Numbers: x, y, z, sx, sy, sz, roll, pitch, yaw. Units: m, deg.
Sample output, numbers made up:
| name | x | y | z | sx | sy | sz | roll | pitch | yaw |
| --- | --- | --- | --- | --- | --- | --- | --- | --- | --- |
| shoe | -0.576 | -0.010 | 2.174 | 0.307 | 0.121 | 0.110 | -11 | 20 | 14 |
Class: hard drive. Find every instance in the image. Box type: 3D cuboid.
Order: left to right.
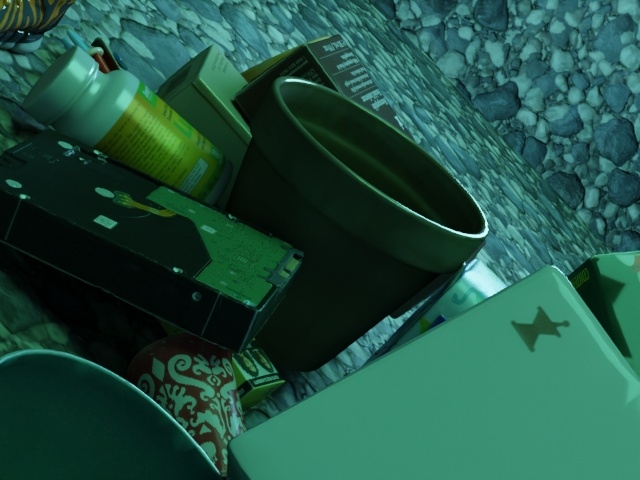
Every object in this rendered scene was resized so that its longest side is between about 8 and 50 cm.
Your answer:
| name | x | y | z | sx | sy | sz | roll | pitch | yaw |
| --- | --- | --- | --- | --- | --- | --- | --- | --- | --- |
| hard drive | -0.199 | -0.005 | 1.590 | 0.339 | 0.064 | 0.237 | 24 | 19 | 3 |

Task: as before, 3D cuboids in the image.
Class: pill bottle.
| name | x | y | z | sx | sy | sz | roll | pitch | yaw |
| --- | --- | --- | --- | --- | --- | --- | --- | --- | --- |
| pill bottle | -0.239 | -0.122 | 1.790 | 0.246 | 0.136 | 0.136 | 41 | 21 | -21 |

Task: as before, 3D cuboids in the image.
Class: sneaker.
| name | x | y | z | sx | sy | sz | roll | pitch | yaw |
| --- | --- | --- | --- | --- | --- | --- | --- | --- | --- |
| sneaker | -0.386 | -0.321 | 1.779 | 0.124 | 0.180 | 0.321 | 50 | 19 | 2 |

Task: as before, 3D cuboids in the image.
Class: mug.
| name | x | y | z | sx | sy | sz | roll | pitch | yaw |
| --- | --- | --- | --- | --- | --- | --- | --- | --- | --- |
| mug | -0.113 | 0.198 | 1.506 | 0.150 | 0.113 | 0.169 | 18 | 38 | -38 |

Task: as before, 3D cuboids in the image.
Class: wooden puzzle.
| name | x | y | z | sx | sy | sz | roll | pitch | yaw |
| --- | --- | --- | --- | --- | --- | --- | --- | --- | --- |
| wooden puzzle | -0.293 | -0.246 | 2.023 | 0.078 | 0.014 | 0.116 | 53 | -14 | -1 |

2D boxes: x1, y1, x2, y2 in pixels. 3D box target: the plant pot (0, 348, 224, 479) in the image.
| name | x | y | z | sx | sy | sz | roll | pitch | yaw |
| --- | --- | --- | --- | --- | --- | --- | --- | --- | --- |
| plant pot | -0.205 | 0.254 | 1.075 | 0.290 | 0.195 | 0.290 | 42 | 21 | -20 |

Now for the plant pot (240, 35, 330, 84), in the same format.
| name | x | y | z | sx | sy | sz | roll | pitch | yaw |
| --- | --- | --- | --- | --- | --- | --- | --- | --- | --- |
| plant pot | -0.037 | -0.195 | 2.310 | 0.188 | 0.205 | 0.205 | 64 | 19 | -2 |

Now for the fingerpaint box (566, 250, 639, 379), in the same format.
| name | x | y | z | sx | sy | sz | roll | pitch | yaw |
| --- | --- | --- | --- | --- | --- | --- | --- | --- | --- |
| fingerpaint box | 0.314 | 0.263 | 1.637 | 0.163 | 0.445 | 0.371 | -4 | 69 | -19 |

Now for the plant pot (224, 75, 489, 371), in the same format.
| name | x | y | z | sx | sy | sz | roll | pitch | yaw |
| --- | --- | --- | --- | --- | --- | --- | --- | --- | --- |
| plant pot | 0.000 | 0.000 | 1.818 | 0.323 | 0.280 | 0.323 | 33 | 17 | -12 |

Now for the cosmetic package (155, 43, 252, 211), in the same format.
| name | x | y | z | sx | sy | sz | roll | pitch | yaw |
| --- | --- | --- | --- | --- | --- | --- | --- | --- | --- |
| cosmetic package | -0.101 | -0.111 | 2.071 | 0.309 | 0.113 | 0.160 | 47 | 20 | -18 |

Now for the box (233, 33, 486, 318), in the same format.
| name | x | y | z | sx | sy | sz | roll | pitch | yaw |
| --- | --- | --- | --- | --- | --- | --- | --- | --- | --- |
| box | 0.061 | -0.096 | 2.050 | 0.381 | 0.143 | 0.191 | 56 | 19 | -2 |

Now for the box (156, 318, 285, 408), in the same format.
| name | x | y | z | sx | sy | sz | roll | pitch | yaw |
| --- | --- | --- | --- | --- | --- | --- | --- | --- | --- |
| box | -0.142 | 0.093 | 1.718 | 0.232 | 0.058 | 0.087 | 54 | 21 | 15 |

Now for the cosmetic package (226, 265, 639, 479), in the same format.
| name | x | y | z | sx | sy | sz | roll | pitch | yaw |
| --- | --- | --- | --- | --- | --- | --- | --- | --- | --- |
| cosmetic package | 0.129 | 0.293 | 1.282 | 0.329 | 0.327 | 0.393 | 57 | -18 | 21 |

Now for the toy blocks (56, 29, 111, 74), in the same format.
| name | x | y | z | sx | sy | sz | roll | pitch | yaw |
| --- | --- | --- | --- | --- | --- | --- | --- | --- | --- |
| toy blocks | -0.311 | -0.219 | 1.940 | 0.148 | 0.054 | 0.123 | 52 | 19 | 8 |

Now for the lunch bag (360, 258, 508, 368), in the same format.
| name | x | y | z | sx | sy | sz | roll | pitch | yaw |
| --- | --- | --- | --- | --- | --- | --- | --- | --- | --- |
| lunch bag | 0.136 | 0.129 | 1.795 | 0.090 | 0.219 | 0.176 | 45 | 17 | 6 |

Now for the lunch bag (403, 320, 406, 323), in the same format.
| name | x | y | z | sx | sy | sz | roll | pitch | yaw |
| --- | --- | --- | --- | --- | --- | --- | --- | --- | --- |
| lunch bag | 0.206 | 0.185 | 2.262 | 0.129 | 0.096 | 0.151 | 22 | 19 | -48 |
